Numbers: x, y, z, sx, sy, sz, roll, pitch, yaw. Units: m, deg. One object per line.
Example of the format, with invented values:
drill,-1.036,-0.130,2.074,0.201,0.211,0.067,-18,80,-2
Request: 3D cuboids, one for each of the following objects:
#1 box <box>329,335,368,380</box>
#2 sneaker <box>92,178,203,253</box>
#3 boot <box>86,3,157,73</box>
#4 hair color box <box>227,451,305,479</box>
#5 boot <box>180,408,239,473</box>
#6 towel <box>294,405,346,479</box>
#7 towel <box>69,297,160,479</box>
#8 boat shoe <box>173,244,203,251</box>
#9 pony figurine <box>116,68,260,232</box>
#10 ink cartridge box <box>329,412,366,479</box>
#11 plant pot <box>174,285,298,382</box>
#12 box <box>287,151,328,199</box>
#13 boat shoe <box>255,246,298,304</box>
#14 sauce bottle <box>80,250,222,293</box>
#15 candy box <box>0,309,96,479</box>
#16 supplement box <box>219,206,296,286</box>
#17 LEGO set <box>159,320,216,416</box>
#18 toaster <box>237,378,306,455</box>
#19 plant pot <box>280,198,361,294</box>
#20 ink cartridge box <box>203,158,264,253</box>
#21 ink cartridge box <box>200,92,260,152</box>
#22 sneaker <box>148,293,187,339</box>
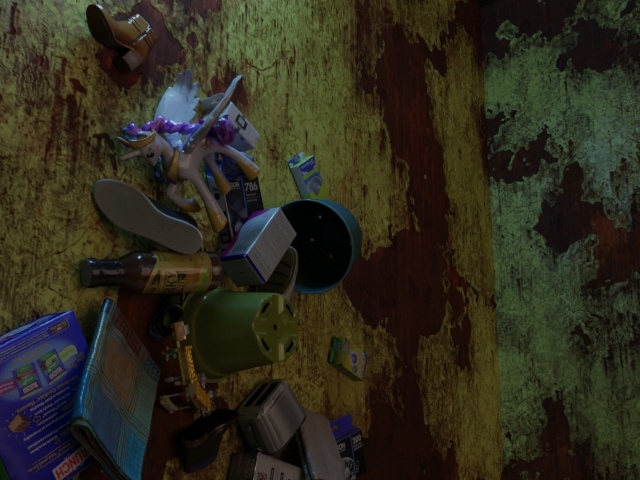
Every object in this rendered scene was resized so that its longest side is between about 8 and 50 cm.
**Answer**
box,0.097,0.411,2.405,0.179,0.043,0.105,40,51,-40
sneaker,-0.434,-0.060,1.741,0.296,0.147,0.104,30,90,-10
boot,-0.512,-0.551,1.780,0.152,0.073,0.197,-64,143,-37
hair color box,-0.121,0.735,1.976,0.347,0.105,0.173,38,50,-43
boot,-0.299,0.530,1.834,0.219,0.082,0.106,-16,117,-58
towel,-0.008,0.635,2.102,0.187,0.049,0.282,38,23,-44
towel,-0.442,0.338,1.524,0.370,0.040,0.271,-96,167,-53
boat shoe,-0.359,0.029,1.846,0.065,0.075,0.206,-38,117,-54
pony figurine,-0.326,-0.253,1.808,0.363,0.303,0.351,47,65,-38
ink cartridge box,0.074,0.705,2.303,0.206,0.045,0.208,-5,85,-54
plant pot,-0.206,0.243,1.851,0.276,0.254,0.276,17,69,-52
box,-0.041,-0.210,2.362,0.109,0.042,0.178,-42,117,-50
boat shoe,-0.135,0.164,2.075,0.302,0.113,0.103,-71,160,-5
sauce bottle,-0.414,0.079,1.700,0.344,0.111,0.111,0,82,-38
candy box,-0.590,0.344,1.419,0.268,0.122,0.317,-31,106,-54
supplement box,-0.178,0.018,1.960,0.114,0.111,0.220,57,43,-28
LEGO set,-0.358,0.345,1.734,0.132,0.107,0.287,-91,168,-59
toaster,-0.139,0.503,1.990,0.227,0.129,0.146,-44,115,-49
plant pot,0.000,0.000,2.177,0.235,0.293,0.293,-28,105,-67
ink cartridge box,-0.241,-0.086,2.045,0.165,0.065,0.332,-16,94,-53
ink cartridge box,-0.275,-0.339,2.020,0.180,0.104,0.060,47,48,-36
sneaker,-0.378,0.174,1.782,0.067,0.078,0.188,49,44,-35
